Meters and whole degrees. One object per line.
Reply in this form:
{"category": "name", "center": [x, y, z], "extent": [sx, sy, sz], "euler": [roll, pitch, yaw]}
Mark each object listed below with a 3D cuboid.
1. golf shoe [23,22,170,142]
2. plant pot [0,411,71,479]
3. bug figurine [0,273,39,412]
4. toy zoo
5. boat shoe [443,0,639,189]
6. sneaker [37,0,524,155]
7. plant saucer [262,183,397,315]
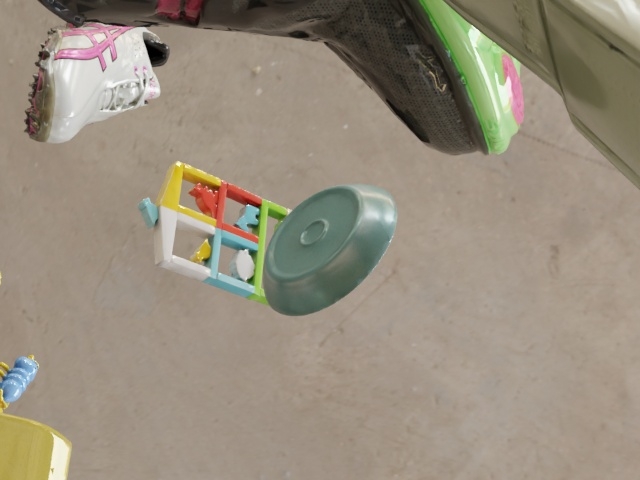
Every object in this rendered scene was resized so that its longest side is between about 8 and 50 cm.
{"category": "golf shoe", "center": [-0.159, -0.123, 0.754], "extent": [0.086, 0.067, 0.186], "euler": [17, 33, -6]}
{"category": "plant pot", "center": [-0.247, 0.179, 0.823], "extent": [0.083, 0.081, 0.081], "euler": [15, 74, -33]}
{"category": "bug figurine", "center": [-0.482, 0.156, 1.448], "extent": [0.216, 0.072, 0.279], "euler": [-71, 152, -53]}
{"category": "toy zoo", "center": [-0.176, -0.014, 1.763], "extent": [0.293, 0.030, 0.192], "euler": [24, 56, -31]}
{"category": "boat shoe", "center": [0.098, -0.149, 0.415], "extent": [0.113, 0.127, 0.340], "euler": [-34, 54, -2]}
{"category": "sneaker", "center": [-0.071, -0.204, 0.605], "extent": [0.483, 0.202, 0.185], "euler": [36, 36, -18]}
{"category": "plant saucer", "center": [0.000, 0.000, 0.748], "extent": [0.021, 0.119, 0.119], "euler": [46, 63, -32]}
